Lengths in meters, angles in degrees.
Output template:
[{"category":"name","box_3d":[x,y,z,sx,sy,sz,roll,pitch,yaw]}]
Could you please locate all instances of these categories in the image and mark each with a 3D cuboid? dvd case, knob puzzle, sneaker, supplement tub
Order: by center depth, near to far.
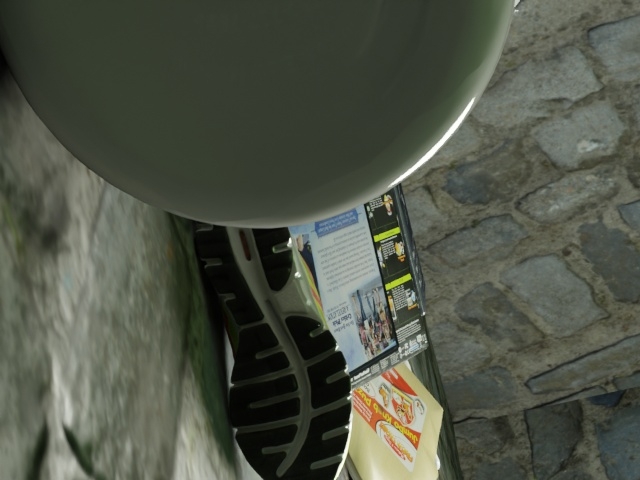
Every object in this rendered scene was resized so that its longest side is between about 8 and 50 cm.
[{"category":"supplement tub","box_3d":[-0.026,-0.156,0.740,0.316,0.228,0.228,-84,160,-72]},{"category":"sneaker","box_3d":[-0.023,0.070,0.983,0.094,0.081,0.209,60,17,-77]},{"category":"dvd case","box_3d":[0.000,0.000,1.320,0.180,0.022,0.253,-21,99,-62]},{"category":"knob puzzle","box_3d":[0.049,0.177,1.459,0.213,0.030,0.213,39,35,-35]}]

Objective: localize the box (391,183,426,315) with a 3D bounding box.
[{"category":"box","box_3d":[0.047,-0.015,1.674,0.153,0.108,0.207,-66,142,-80]}]

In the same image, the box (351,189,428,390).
[{"category":"box","box_3d":[0.033,0.041,1.433,0.190,0.045,0.184,-21,96,-61]}]

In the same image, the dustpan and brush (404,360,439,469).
[{"category":"dustpan and brush","box_3d":[0.119,0.239,1.933,0.147,0.060,0.211,101,-28,-53]}]

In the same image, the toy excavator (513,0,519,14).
[{"category":"toy excavator","box_3d":[0.034,-0.339,1.453,0.445,0.222,0.433,10,108,-58]}]
